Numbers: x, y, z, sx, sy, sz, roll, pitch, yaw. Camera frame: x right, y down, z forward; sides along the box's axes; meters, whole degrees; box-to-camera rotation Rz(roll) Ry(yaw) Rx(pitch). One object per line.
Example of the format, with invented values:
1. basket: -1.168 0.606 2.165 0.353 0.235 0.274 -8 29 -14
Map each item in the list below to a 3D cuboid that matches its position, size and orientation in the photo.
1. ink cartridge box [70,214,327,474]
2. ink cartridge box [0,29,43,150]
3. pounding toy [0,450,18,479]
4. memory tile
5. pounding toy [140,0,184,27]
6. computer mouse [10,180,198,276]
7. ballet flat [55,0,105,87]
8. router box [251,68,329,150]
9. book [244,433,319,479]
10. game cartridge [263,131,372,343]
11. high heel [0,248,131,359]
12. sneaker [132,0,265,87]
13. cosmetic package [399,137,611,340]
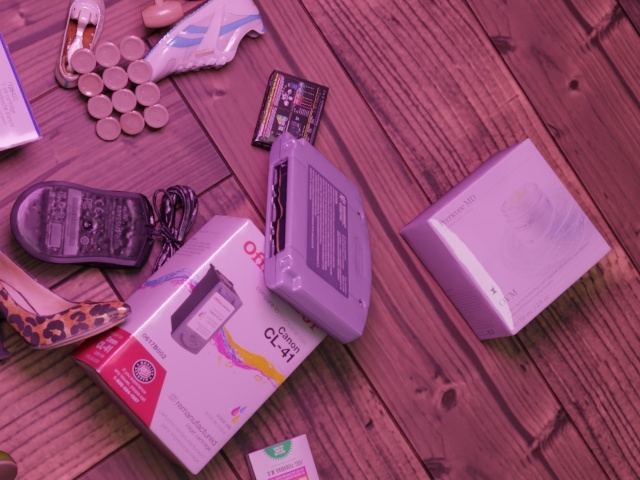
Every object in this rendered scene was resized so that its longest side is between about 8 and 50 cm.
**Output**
1. ink cartridge box: -0.163 0.143 1.714 0.306 0.131 0.226 -46 112 -16
2. ink cartridge box: -0.588 -0.223 1.673 0.307 0.072 0.303 -17 77 -26
3. pounding toy: -0.532 0.318 1.590 0.237 0.183 0.110 -22 66 -38
4. memory tile: -0.296 -0.224 1.765 0.113 0.012 0.148 -16 118 1
5. pounding toy: -0.209 -0.456 1.794 0.154 0.155 0.269 -8 84 -13
6. computer mouse: -0.323 -0.008 1.750 0.272 0.072 0.188 12 81 -25
7. ballet flat: -0.354 -0.308 1.786 0.057 0.052 0.168 12 79 -14
8. router box: -0.047 -0.194 1.866 0.092 0.038 0.122 18 77 -14
9. book: -0.047 0.374 1.793 0.096 0.035 0.144 -16 86 -21
10. game cartridge: 0.000 0.000 1.749 0.196 0.060 0.294 36 38 -33
11. high heel: -0.389 0.057 1.650 0.261 0.093 0.186 -14 90 22
12. sneaker: -0.185 -0.294 1.817 0.229 0.087 0.092 -39 102 -14
13. cosmetic package: 0.289 0.000 1.886 0.224 0.138 0.224 -39 93 -18
